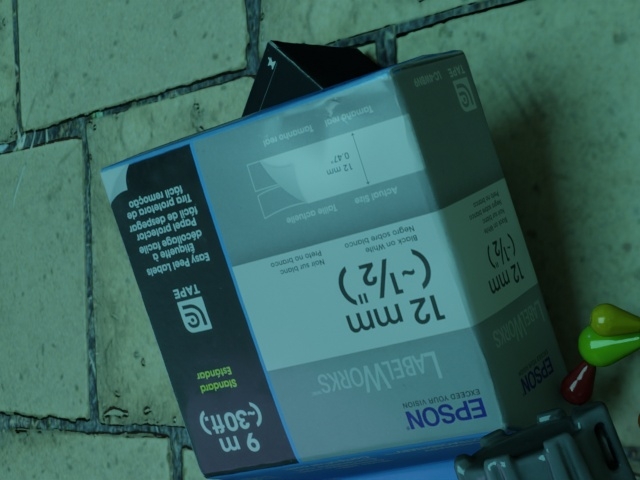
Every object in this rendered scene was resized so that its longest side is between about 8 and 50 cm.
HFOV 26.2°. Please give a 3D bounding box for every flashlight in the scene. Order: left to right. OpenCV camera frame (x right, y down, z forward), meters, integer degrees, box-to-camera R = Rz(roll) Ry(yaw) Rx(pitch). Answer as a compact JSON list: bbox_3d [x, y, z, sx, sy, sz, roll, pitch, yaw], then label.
[{"bbox_3d":[0.166,0.256,0.811,0.103,0.103,0.304,-19,96,50],"label":"flashlight"}]

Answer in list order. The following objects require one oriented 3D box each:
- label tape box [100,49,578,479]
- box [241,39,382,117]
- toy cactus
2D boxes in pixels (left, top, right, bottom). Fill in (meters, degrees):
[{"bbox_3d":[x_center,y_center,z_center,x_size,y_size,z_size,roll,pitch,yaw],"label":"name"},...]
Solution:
[{"bbox_3d":[0.022,0.074,0.937,0.249,0.115,0.347,-15,94,33],"label":"label tape box"},{"bbox_3d":[0.000,0.000,1.093,0.184,0.103,0.261,44,124,38],"label":"box"},{"bbox_3d":[0.239,0.068,0.802,0.219,0.112,0.180,33,106,57],"label":"toy cactus"}]
